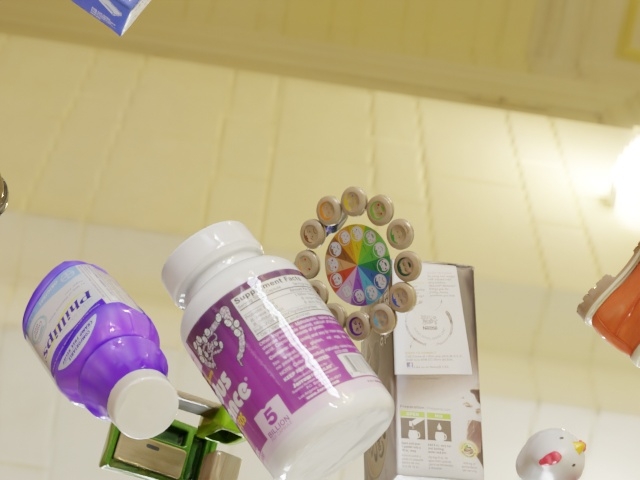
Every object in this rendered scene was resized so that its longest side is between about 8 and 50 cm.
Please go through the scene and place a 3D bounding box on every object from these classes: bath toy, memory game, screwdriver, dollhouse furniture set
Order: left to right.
[{"bbox_3d":[-0.217,0.365,1.952,0.197,0.151,0.301,-32,-140,59],"label":"dollhouse furniture set"},{"bbox_3d":[0.000,0.000,1.892,0.025,0.024,0.170,65,31,-19],"label":"screwdriver"},{"bbox_3d":[0.042,0.028,1.726,0.012,0.186,0.186,-6,108,-52],"label":"memory game"},{"bbox_3d":[0.425,0.441,2.222,0.348,0.151,0.129,61,-2,13],"label":"bath toy"}]

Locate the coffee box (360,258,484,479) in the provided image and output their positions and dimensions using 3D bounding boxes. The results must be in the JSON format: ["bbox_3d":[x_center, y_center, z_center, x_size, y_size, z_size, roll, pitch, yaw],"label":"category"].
[{"bbox_3d":[0.129,0.193,1.897,0.168,0.119,0.297,117,-24,-61],"label":"coffee box"}]

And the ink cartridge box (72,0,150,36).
[{"bbox_3d":[-0.135,-0.266,1.145,0.207,0.097,0.046,-57,-176,-28],"label":"ink cartridge box"}]

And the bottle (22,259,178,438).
[{"bbox_3d":[-0.226,0.116,1.508,0.118,0.092,0.283,-56,-148,3],"label":"bottle"}]

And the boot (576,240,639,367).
[{"bbox_3d":[0.304,0.037,1.264,0.158,0.059,0.084,-52,-124,22],"label":"boot"}]

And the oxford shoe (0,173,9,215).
[{"bbox_3d":[-0.400,-0.099,1.608,0.227,0.083,0.096,-122,-157,-46],"label":"oxford shoe"}]

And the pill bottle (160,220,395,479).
[{"bbox_3d":[-0.060,0.126,1.706,0.301,0.169,0.169,53,-26,25],"label":"pill bottle"}]
